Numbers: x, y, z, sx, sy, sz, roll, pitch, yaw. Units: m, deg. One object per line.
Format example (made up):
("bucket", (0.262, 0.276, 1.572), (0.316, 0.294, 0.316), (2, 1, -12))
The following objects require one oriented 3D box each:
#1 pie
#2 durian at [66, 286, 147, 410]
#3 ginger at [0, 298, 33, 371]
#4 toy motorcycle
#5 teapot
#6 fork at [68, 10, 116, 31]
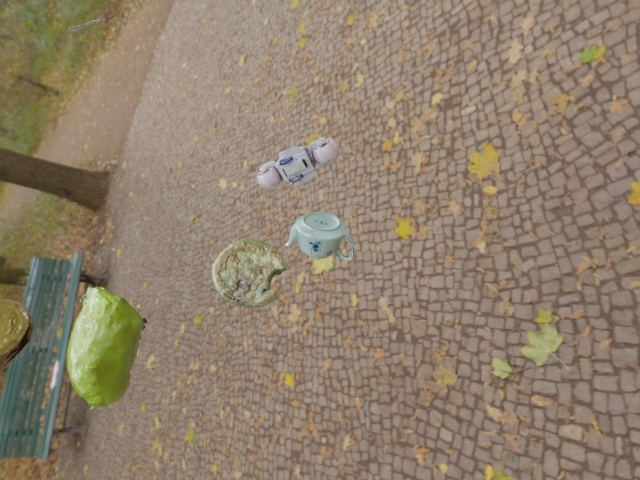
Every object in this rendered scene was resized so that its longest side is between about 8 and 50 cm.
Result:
("pie", (-0.278, 0.124, 1.633), (0.067, 0.302, 0.302), (98, 167, -66))
("durian", (-0.662, 0.340, 1.296), (0.204, 0.256, 0.340), (-4, 55, 5))
("ginger", (-0.727, 0.252, 0.865), (0.221, 0.130, 0.276), (-53, 12, 15))
("toy motorcycle", (-0.065, -0.221, 1.174), (0.254, 0.112, 0.112), (-21, 61, 19))
("teapot", (0.000, 0.000, 1.307), (0.232, 0.159, 0.159), (15, 89, 13))
("fork", (-0.540, -0.515, 0.981), (0.115, 0.016, 0.012), (-28, 51, -11))
